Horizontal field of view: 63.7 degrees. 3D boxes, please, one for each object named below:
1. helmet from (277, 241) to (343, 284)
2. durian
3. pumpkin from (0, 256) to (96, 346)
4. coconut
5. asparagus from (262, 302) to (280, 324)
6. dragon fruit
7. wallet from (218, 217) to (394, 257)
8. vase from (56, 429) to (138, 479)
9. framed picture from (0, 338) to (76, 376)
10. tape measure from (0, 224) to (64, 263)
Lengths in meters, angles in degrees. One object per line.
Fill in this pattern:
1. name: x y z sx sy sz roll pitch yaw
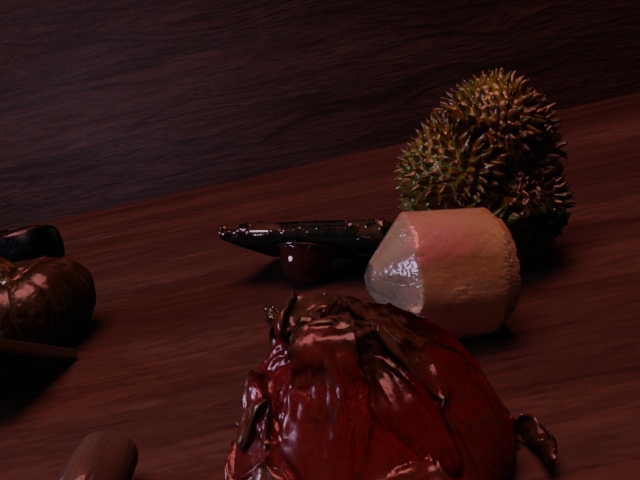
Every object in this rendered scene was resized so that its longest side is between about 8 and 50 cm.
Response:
1. helmet: -0.022 0.041 0.827 0.111 0.057 0.089 0 -21 31
2. durian: 0.227 -0.083 0.730 0.291 0.292 0.224 -24 8 -38
3. pumpkin: -0.470 0.094 0.808 0.218 0.163 0.219 -15 17 4
4. coconut: 0.125 0.037 0.562 0.152 0.147 0.147 -8 14 -2
5. asparagus: -0.038 0.120 0.620 0.024 0.025 0.248 -30 18 -8
6. dragon fruit: 0.028 0.102 0.385 0.218 0.148 0.223 -20 17 -30
7. wallet: 0.000 0.001 0.868 0.316 0.044 0.169 -2 -13 31
8. vase: -0.180 0.198 0.392 0.053 0.053 0.101 -11 20 4
9. framed picture: -0.480 0.165 0.642 0.265 0.018 0.192 -13 -17 -1
10. tape measure: -0.811 0.032 1.384 0.222 0.135 0.202 -18 6 -30
